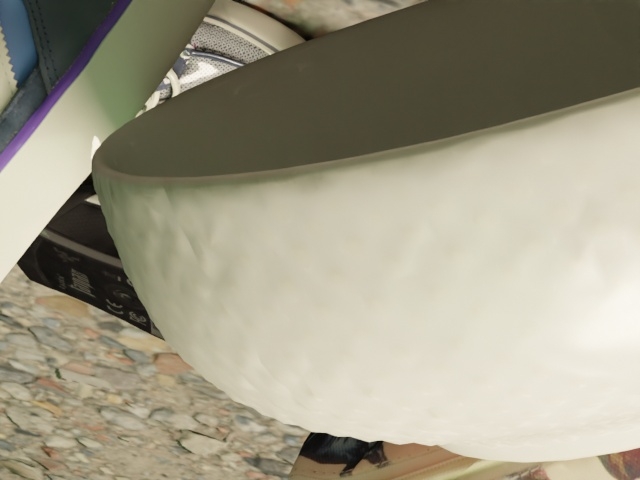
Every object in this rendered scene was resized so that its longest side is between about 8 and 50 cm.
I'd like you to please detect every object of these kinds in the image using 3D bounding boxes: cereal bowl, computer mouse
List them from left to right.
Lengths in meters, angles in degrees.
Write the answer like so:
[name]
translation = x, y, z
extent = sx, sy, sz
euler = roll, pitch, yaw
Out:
[computer mouse]
translation = -0.138, -0.023, 1.040
extent = 0.262, 0.060, 0.184
euler = 20, 155, 11
[cereal bowl]
translation = 0.094, -0.015, 0.678
extent = 0.339, 0.339, 0.141
euler = -8, 104, 32

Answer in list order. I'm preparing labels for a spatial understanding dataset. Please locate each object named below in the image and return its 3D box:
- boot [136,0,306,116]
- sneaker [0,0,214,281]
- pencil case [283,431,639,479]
[boot]
translation = -0.097, -0.078, 0.901
extent = 0.190, 0.086, 0.069
euler = 16, 149, -5
[sneaker]
translation = -0.197, -0.099, 0.780
extent = 0.236, 0.323, 0.130
euler = 37, -172, -11
[pencil case]
translation = 0.144, 0.108, 0.919
extent = 0.183, 0.160, 0.410
euler = -1, 160, -38
